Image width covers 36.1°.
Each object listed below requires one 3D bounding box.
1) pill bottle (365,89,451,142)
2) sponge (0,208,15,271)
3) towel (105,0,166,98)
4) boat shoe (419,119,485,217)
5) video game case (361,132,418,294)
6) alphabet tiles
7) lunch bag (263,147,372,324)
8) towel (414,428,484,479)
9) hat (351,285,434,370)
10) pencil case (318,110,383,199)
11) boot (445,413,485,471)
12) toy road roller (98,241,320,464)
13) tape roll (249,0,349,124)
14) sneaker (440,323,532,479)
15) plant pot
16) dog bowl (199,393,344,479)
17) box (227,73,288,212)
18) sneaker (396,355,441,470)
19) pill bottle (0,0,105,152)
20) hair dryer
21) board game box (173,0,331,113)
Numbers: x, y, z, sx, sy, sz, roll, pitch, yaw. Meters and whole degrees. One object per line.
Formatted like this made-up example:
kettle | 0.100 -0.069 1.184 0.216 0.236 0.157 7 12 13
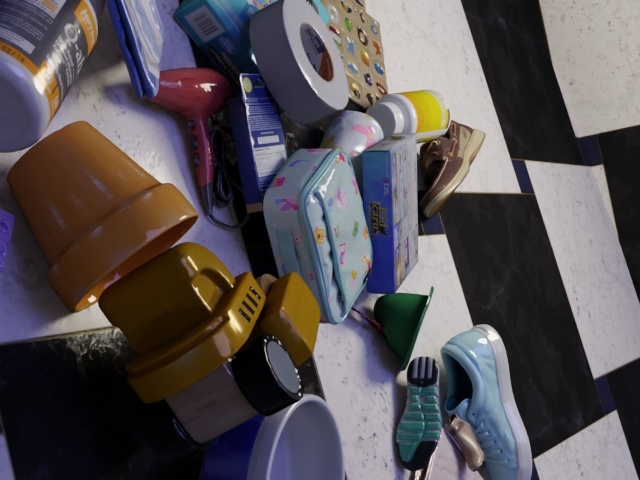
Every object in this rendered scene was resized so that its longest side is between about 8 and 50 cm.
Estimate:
pill bottle | 0.188 -0.267 2.157 0.215 0.117 0.117 -16 86 -52
sponge | -0.430 0.039 1.147 0.117 0.031 0.210 35 45 -42
towel | -0.275 -0.346 1.452 0.285 0.034 0.209 -100 177 -61
boat shoe | 0.279 -0.179 2.283 0.123 0.123 0.342 34 45 1
video game case | 0.137 -0.058 1.895 0.244 0.061 0.270 -41 130 -70
alphabet tiles | 0.061 -0.451 2.183 0.285 0.011 0.343 25 52 -49
lunch bag | 0.000 0.000 1.676 0.224 0.107 0.279 -59 140 -52
towel | 0.267 0.570 1.871 0.332 0.053 0.317 53 36 -23
hat | 0.109 0.136 1.904 0.208 0.183 0.173 99 12 -55
pencil case | 0.045 -0.132 1.880 0.124 0.113 0.273 49 37 -26
boot | 0.278 0.391 1.919 0.087 0.042 0.118 49 14 -6
toy road roller | -0.149 0.108 1.301 0.241 0.202 0.329 58 15 -12
tape roll | -0.035 -0.318 1.732 0.219 0.072 0.219 44 34 -41
sneaker | 0.322 0.367 2.034 0.150 0.135 0.366 -15 89 -28
plant pot | -0.294 -0.042 1.266 0.188 0.205 0.205 51 33 2
dog bowl | -0.063 0.347 1.382 0.265 0.104 0.265 -1 90 -65
box | -0.101 -0.166 1.656 0.136 0.036 0.225 -20 103 -67
sneaker | 0.199 0.339 1.881 0.098 0.083 0.224 64 34 -57
pill bottle | -0.383 -0.257 1.267 0.162 0.162 0.278 48 38 -31
hair dryer | -0.185 -0.179 1.592 0.293 0.080 0.224 44 39 -34
board game box | -0.115 -0.418 1.835 0.254 0.079 0.336 51 36 -27
